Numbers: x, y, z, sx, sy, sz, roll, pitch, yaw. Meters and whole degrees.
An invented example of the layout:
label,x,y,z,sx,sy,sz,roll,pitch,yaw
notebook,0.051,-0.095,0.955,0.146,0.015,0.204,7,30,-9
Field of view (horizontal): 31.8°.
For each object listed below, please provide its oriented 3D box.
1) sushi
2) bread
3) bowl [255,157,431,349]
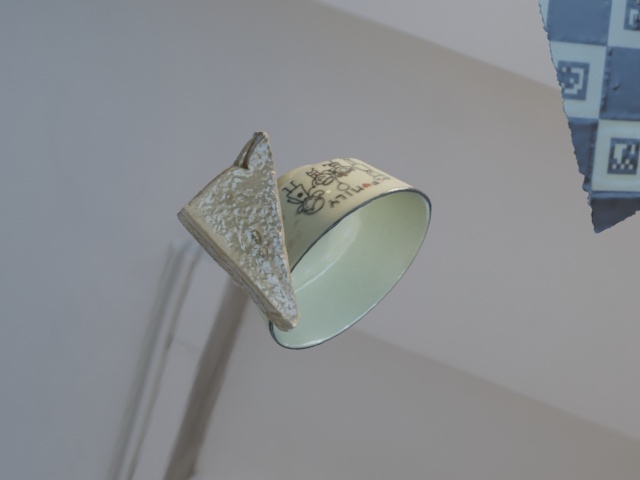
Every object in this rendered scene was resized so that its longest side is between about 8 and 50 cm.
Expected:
label,x,y,z,sx,sy,sz,roll,pitch,yaw
sushi,0.265,-0.183,0.751,0.050,0.264,0.290,24,-43,64
bread,-0.044,-0.007,0.997,0.105,0.152,0.077,-43,-174,-8
bowl,0.000,0.000,1.285,0.238,0.126,0.237,-34,149,-23
